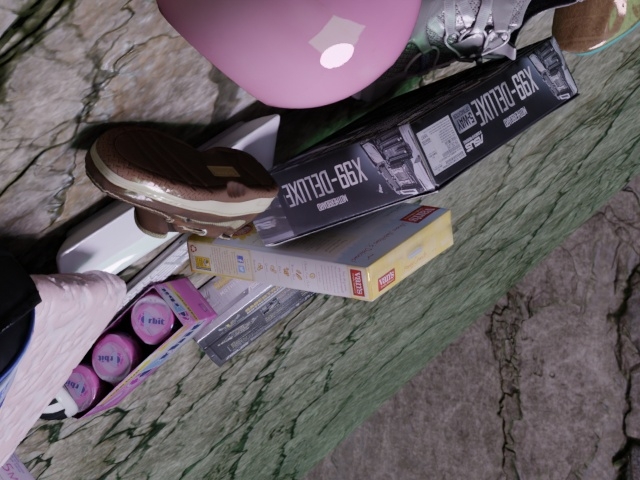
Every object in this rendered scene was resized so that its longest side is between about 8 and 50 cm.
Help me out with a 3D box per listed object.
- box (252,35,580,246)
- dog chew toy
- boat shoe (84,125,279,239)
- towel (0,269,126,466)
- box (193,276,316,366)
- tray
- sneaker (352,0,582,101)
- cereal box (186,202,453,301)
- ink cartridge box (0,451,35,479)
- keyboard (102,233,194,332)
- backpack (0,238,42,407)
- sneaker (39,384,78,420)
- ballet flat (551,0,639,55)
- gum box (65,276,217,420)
[{"bbox_3d":[0.097,-0.107,1.890,0.242,0.076,0.307,-19,-170,41],"label":"box"},{"bbox_3d":[0.029,-0.258,1.305,0.332,0.206,0.206,-49,164,7],"label":"dog chew toy"},{"bbox_3d":[-0.140,-0.038,1.685,0.095,0.095,0.257,-48,151,20],"label":"boat shoe"},{"bbox_3d":[-0.329,0.158,1.670,0.317,0.053,0.332,-53,172,7],"label":"towel"},{"bbox_3d":[-0.070,0.059,2.275,0.231,0.056,0.183,-38,165,-3],"label":"box"},{"bbox_3d":[-0.160,-0.038,1.819,0.270,0.030,0.145,-34,164,-17],"label":"tray"},{"bbox_3d":[0.151,-0.224,1.833,0.281,0.115,0.105,-36,165,-8],"label":"sneaker"},{"bbox_3d":[0.000,0.000,1.932,0.173,0.240,0.047,-33,124,-48],"label":"cereal box"},{"bbox_3d":[-0.442,0.395,2.141,0.311,0.185,0.065,-43,167,19],"label":"ink cartridge box"},{"bbox_3d":[-0.201,0.052,2.027,0.256,0.014,0.072,-41,165,10],"label":"keyboard"},{"bbox_3d":[-0.350,0.083,1.312,0.263,0.276,0.213,-38,173,-32],"label":"backpack"},{"bbox_3d":[-0.346,0.166,1.920,0.121,0.079,0.217,-34,157,-5],"label":"sneaker"},{"bbox_3d":[0.391,-0.359,2.051,0.342,0.116,0.124,-38,145,-3],"label":"ballet flat"},{"bbox_3d":[-0.222,0.128,2.081,0.188,0.062,0.107,-42,172,16],"label":"gum box"}]
